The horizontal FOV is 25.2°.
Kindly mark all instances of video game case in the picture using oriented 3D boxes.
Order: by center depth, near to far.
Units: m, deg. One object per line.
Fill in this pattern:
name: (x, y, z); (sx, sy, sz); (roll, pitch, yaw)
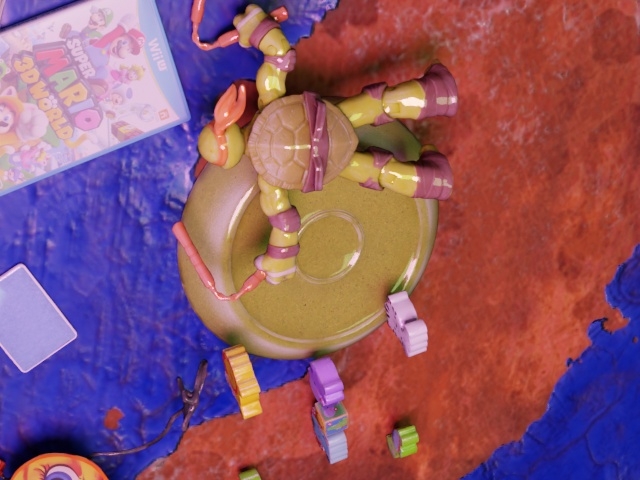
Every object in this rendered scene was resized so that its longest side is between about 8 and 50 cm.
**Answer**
video game case: (-0.190, -0.114, 1.074); (0.166, 0.015, 0.119); (-24, 120, -14)

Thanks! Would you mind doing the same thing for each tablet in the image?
tablet: (-0.236, 0.062, 1.138); (0.054, 0.006, 0.083); (-36, 122, -6)

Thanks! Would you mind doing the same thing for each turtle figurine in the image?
turtle figurine: (-0.004, -0.091, 1.098); (0.217, 0.087, 0.269); (-5, 95, -19)

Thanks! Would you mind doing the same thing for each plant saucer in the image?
plant saucer: (0.000, 0.000, 1.203); (0.241, 0.037, 0.240); (-11, 117, -21)

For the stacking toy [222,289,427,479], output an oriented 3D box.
stacking toy: (0.004, 0.145, 1.246); (0.167, 0.052, 0.221); (-18, 140, -14)

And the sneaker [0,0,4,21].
sneaker: (-0.275, -0.120, 0.944); (0.114, 0.152, 0.305); (13, 104, -5)

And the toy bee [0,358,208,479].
toy bee: (-0.207, 0.239, 1.164); (0.162, 0.298, 0.195); (13, 146, -2)
